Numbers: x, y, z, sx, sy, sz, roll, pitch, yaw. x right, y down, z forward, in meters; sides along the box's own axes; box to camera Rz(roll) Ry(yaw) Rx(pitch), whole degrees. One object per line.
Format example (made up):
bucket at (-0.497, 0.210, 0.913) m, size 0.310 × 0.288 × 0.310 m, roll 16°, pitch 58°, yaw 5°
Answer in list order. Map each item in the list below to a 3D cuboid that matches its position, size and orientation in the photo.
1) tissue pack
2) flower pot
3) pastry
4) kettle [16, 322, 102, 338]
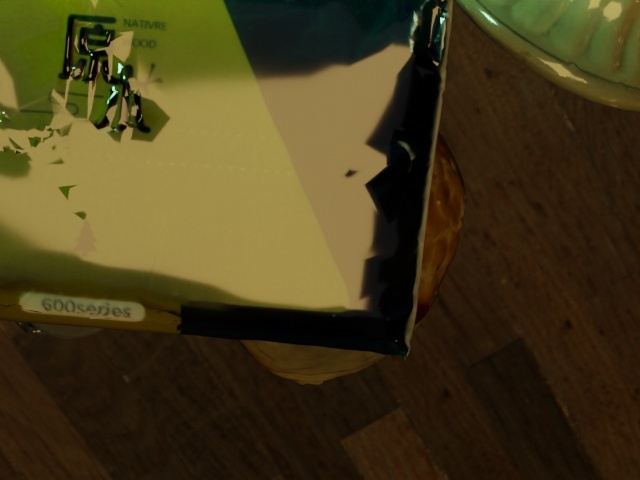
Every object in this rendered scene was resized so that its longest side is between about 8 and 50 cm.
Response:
tissue pack at (-0.137, -0.080, 1.145) m, size 0.416 × 0.253 × 0.264 m, roll 5°, pitch 99°, yaw -3°
flower pot at (0.228, -0.249, 1.255) m, size 0.307 × 0.307 × 0.244 m, roll 18°, pitch 123°, yaw -18°
pastry at (0.009, 0.002, 1.381) m, size 0.237 × 0.170 × 0.256 m, roll -32°, pitch 120°, yaw 6°
kettle at (-0.185, 0.004, 1.355) m, size 0.127 × 0.148 × 0.098 m, roll -8°, pitch 114°, yaw -8°
